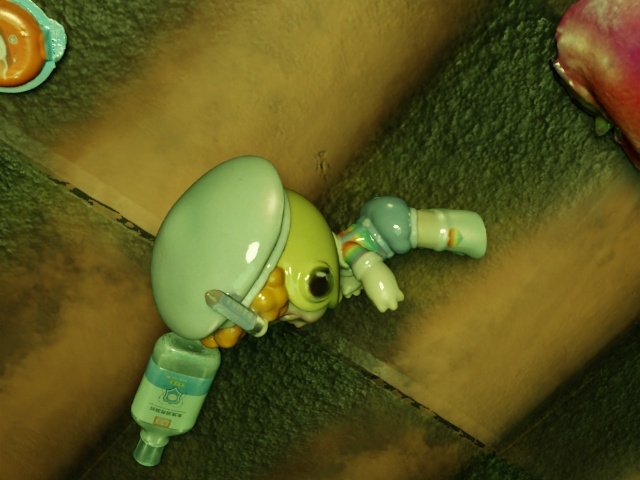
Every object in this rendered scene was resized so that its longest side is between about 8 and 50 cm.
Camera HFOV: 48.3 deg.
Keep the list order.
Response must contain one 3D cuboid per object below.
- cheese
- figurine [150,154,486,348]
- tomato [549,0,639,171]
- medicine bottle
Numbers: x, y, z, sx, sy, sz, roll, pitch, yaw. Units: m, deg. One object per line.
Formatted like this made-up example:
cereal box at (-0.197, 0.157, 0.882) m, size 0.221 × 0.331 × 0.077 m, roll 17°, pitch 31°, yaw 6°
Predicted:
cheese at (-0.389, -0.203, 0.725) m, size 0.256 × 0.037 × 0.106 m, roll -1°, pitch 117°, yaw -7°
figurine at (-0.008, -0.004, 0.835) m, size 0.381 × 0.224 × 0.205 m, roll -10°, pitch 99°, yaw -29°
tomato at (0.437, -0.191, 0.753) m, size 0.289 × 0.176 × 0.335 m, roll -43°, pitch 114°, yaw 13°
medicine bottle at (-0.206, 0.220, 0.971) m, size 0.090 × 0.054 × 0.209 m, roll 18°, pitch 116°, yaw -15°
